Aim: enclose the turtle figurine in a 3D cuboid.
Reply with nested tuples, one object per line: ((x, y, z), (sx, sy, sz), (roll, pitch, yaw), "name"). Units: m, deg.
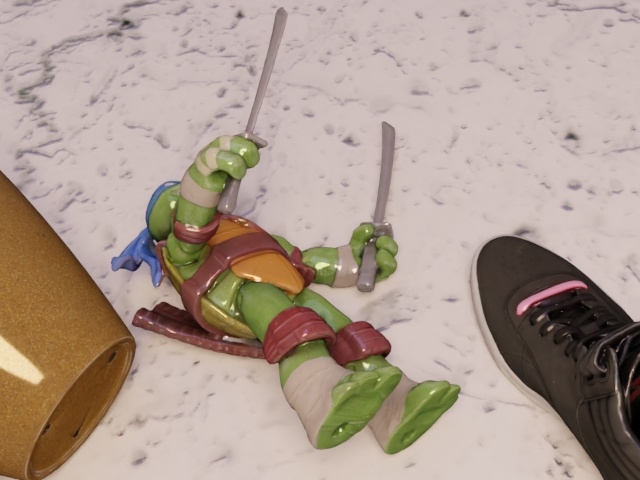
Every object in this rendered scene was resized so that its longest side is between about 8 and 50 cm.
((0.000, 0.000, 0.780), (0.274, 0.198, 0.266), (-31, 58, -13), "turtle figurine")

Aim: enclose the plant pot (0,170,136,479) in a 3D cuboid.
((-0.263, 0.046, 0.773), (0.254, 0.237, 0.237), (32, 60, 9), "plant pot")

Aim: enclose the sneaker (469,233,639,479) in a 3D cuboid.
((0.190, 0.070, 0.734), (0.104, 0.147, 0.296), (-22, 51, -9), "sneaker")
